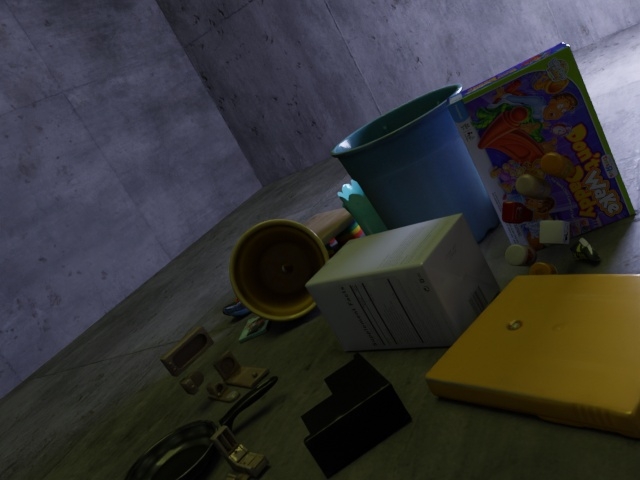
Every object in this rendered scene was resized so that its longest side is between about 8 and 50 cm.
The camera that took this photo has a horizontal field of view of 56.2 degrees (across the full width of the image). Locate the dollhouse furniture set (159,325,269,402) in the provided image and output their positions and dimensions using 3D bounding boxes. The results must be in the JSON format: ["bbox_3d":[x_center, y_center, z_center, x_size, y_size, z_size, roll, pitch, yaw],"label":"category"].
[{"bbox_3d":[-0.231,0.272,1.308,0.144,0.151,0.123,-42,19,-34],"label":"dollhouse furniture set"}]

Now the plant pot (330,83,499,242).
[{"bbox_3d":[0.250,-0.147,1.450,0.341,0.334,0.341,-27,14,7],"label":"plant pot"}]

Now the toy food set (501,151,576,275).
[{"bbox_3d":[0.405,-0.035,1.095,0.111,0.232,0.104,0,-4,42],"label":"toy food set"}]

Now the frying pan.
[{"bbox_3d":[-0.234,0.379,1.156,0.197,0.053,0.326,-12,21,49],"label":"frying pan"}]

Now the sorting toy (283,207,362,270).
[{"bbox_3d":[0.000,0.000,1.907,0.257,0.089,0.255,-39,18,-35],"label":"sorting toy"}]

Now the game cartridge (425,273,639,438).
[{"bbox_3d":[0.352,0.144,0.862,0.285,0.052,0.324,-38,19,-30],"label":"game cartridge"}]

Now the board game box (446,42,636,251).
[{"bbox_3d":[0.424,-0.166,1.163,0.233,0.347,0.078,-24,16,20],"label":"board game box"}]

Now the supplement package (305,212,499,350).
[{"bbox_3d":[0.153,0.089,1.152,0.293,0.175,0.177,-13,23,46],"label":"supplement package"}]

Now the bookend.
[{"bbox_3d":[0.038,0.272,0.961,0.157,0.072,0.156,-33,14,-10],"label":"bookend"}]

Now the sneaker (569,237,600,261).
[{"bbox_3d":[0.473,0.024,1.074,0.035,0.031,0.083,-39,7,17],"label":"sneaker"}]

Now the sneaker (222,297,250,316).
[{"bbox_3d":[-0.202,0.149,1.789,0.221,0.087,0.083,-35,15,-20],"label":"sneaker"}]

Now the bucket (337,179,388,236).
[{"bbox_3d":[0.211,-0.122,1.739,0.281,0.183,0.281,-27,15,8],"label":"bucket"}]

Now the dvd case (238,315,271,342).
[{"bbox_3d":[-0.169,0.227,1.613,0.087,0.013,0.119,-25,14,16],"label":"dvd case"}]

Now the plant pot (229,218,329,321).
[{"bbox_3d":[-0.098,0.075,1.585,0.254,0.254,0.239,-29,-1,1],"label":"plant pot"}]

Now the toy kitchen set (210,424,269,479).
[{"bbox_3d":[-0.147,0.363,0.996,0.068,0.075,0.083,-41,14,-34],"label":"toy kitchen set"}]
